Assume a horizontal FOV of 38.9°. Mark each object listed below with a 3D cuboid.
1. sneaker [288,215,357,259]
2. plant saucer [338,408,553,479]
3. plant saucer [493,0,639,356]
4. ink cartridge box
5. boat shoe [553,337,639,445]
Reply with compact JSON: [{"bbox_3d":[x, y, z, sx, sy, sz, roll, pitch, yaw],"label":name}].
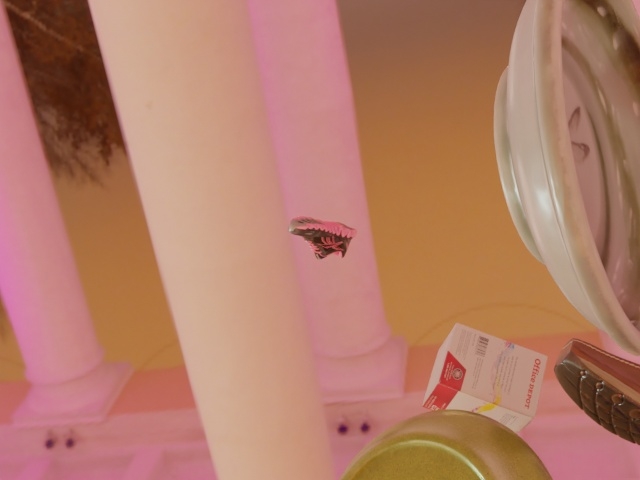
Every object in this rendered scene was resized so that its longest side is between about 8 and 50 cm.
[{"bbox_3d":[0.000,0.000,1.266,0.119,0.057,0.047,10,-165,-43],"label":"sneaker"},{"bbox_3d":[0.076,0.244,0.696,0.037,0.240,0.241,28,171,-41],"label":"plant saucer"},{"bbox_3d":[0.258,-0.083,0.888,0.101,0.400,0.400,-11,-163,33],"label":"plant saucer"},{"bbox_3d":[0.292,0.252,1.610,0.176,0.127,0.128,21,-121,3],"label":"ink cartridge box"},{"bbox_3d":[0.490,0.232,1.285,0.324,0.122,0.120,33,-116,4],"label":"boat shoe"}]
